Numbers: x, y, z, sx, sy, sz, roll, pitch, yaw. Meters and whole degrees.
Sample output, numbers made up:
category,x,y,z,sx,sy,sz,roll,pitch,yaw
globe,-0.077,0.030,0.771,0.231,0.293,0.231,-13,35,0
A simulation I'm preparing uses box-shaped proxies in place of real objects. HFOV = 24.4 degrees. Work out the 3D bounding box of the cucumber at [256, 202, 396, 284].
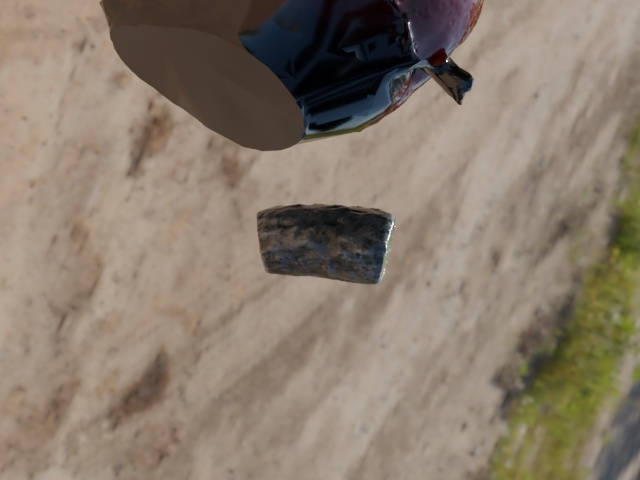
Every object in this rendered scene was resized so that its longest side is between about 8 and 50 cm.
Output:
category,x,y,z,sx,sy,sz,roll,pitch,yaw
cucumber,0.002,0.001,1.179,0.064,0.111,0.064,6,90,-83

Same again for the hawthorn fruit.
category,x,y,z,sx,sy,sz,roll,pitch,yaw
hawthorn fruit,-0.023,-0.216,1.143,0.316,0.316,0.316,-53,156,-36
